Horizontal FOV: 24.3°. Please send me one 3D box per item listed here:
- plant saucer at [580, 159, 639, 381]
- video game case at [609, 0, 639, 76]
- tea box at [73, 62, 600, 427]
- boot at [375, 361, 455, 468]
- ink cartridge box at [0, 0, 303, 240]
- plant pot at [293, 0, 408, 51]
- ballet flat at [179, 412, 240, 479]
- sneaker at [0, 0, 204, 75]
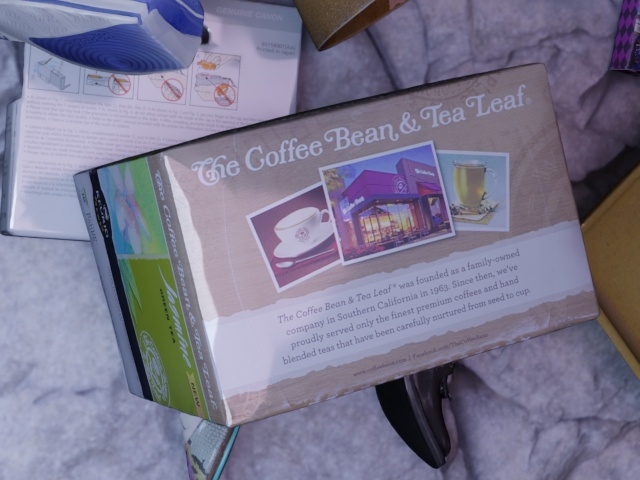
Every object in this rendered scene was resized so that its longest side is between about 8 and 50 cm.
[{"bbox_3d":[0.422,0.013,1.616,0.333,0.081,0.333,-44,116,-12],"label":"plant saucer"},{"bbox_3d":[0.434,-0.277,1.629,0.210,0.042,0.232,10,91,-22],"label":"video game case"},{"bbox_3d":[0.000,0.000,1.266,0.329,0.323,0.220,-15,93,-19],"label":"tea box"},{"bbox_3d":[0.161,0.082,1.533,0.229,0.091,0.263,-20,102,-20],"label":"boot"},{"bbox_3d":[-0.157,-0.114,1.410,0.275,0.060,0.239,4,87,-21],"label":"ink cartridge box"},{"bbox_3d":[0.028,-0.348,1.389,0.237,0.237,0.254,-33,91,-15],"label":"plant pot"},{"bbox_3d":[-0.091,0.140,1.458,0.079,0.077,0.221,29,79,-2],"label":"ballet flat"},{"bbox_3d":[-0.243,-0.260,1.273,0.315,0.127,0.182,13,76,22],"label":"sneaker"}]
